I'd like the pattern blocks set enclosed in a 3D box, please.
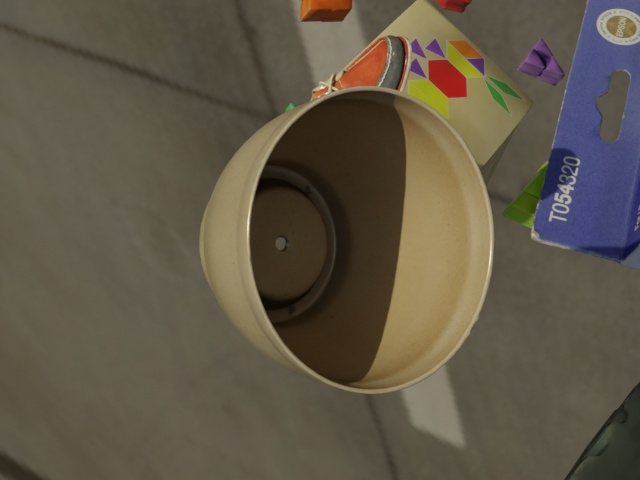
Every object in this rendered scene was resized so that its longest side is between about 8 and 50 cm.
[{"bbox_3d":[0.095,-0.116,1.236,0.285,0.325,0.026,49,133,5],"label":"pattern blocks set"}]

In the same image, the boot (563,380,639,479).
[{"bbox_3d":[0.099,0.150,0.277,0.207,0.246,0.094,33,140,14],"label":"boot"}]

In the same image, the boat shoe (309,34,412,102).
[{"bbox_3d":[0.010,-0.084,0.996,0.043,0.049,0.137,21,126,-28],"label":"boat shoe"}]

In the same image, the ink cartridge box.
[{"bbox_3d":[0.363,-0.097,1.220,0.330,0.324,0.071,15,145,5],"label":"ink cartridge box"}]

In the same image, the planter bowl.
[{"bbox_3d":[0.000,0.000,0.834,0.109,0.162,0.162,-1,131,55],"label":"planter bowl"}]
